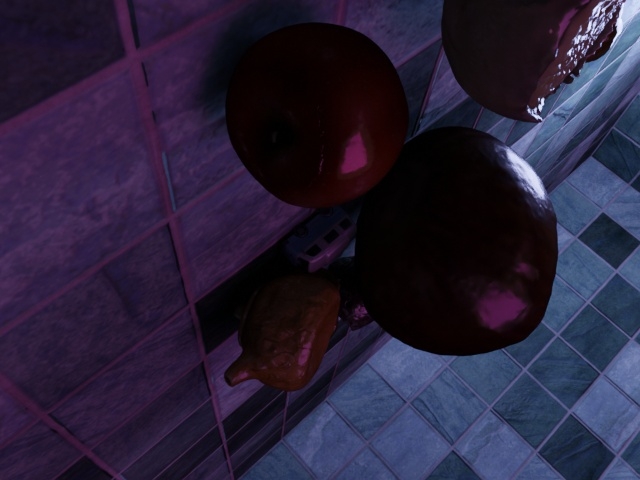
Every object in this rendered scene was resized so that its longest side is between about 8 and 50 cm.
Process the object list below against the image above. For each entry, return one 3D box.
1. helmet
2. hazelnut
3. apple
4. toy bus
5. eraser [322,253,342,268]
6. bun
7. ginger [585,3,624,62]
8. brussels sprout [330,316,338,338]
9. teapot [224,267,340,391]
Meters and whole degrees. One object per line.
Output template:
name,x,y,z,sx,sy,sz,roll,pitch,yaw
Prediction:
helmet,0.088,0.099,1.292,0.107,0.153,0.177,-19,175,15
hazelnut,0.235,0.000,1.142,0.421,0.353,0.420,-7,104,-28
apple,0.001,-0.122,0.619,0.168,0.181,0.181,-27,154,-40
toy bus,0.000,0.000,1.050,0.123,0.075,0.060,-39,161,-19
eraser,0.020,0.011,1.200,0.065,0.026,0.105,-32,158,-28
bun,0.265,-0.328,0.731,0.364,0.202,0.364,-47,163,-19
ginger,0.626,-0.504,1.352,0.131,0.086,0.294,-10,142,-25
brussels sprout,-0.023,0.160,1.279,0.155,0.117,0.155,-37,170,-8
teapot,-0.067,0.137,1.085,0.311,0.167,0.203,-57,161,-46
